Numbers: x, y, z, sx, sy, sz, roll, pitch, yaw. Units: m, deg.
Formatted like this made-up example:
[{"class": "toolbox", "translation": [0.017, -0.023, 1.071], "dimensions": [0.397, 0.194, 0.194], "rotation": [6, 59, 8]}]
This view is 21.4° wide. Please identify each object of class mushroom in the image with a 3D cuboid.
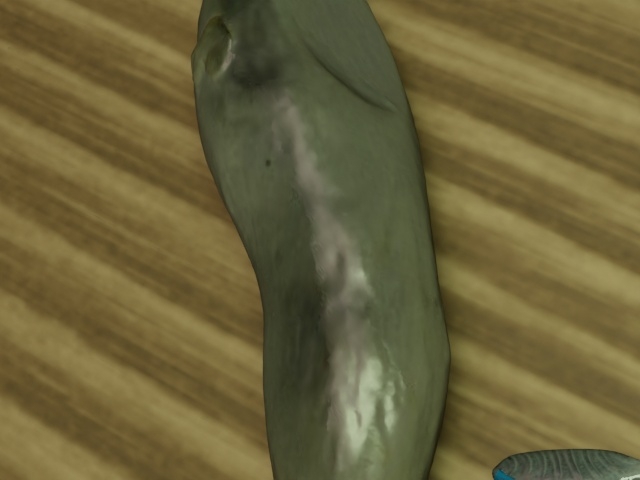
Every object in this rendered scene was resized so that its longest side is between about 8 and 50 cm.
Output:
[{"class": "mushroom", "translation": [0.002, 0.000, 0.843], "dimensions": [0.109, 0.097, 0.351], "rotation": [-19, 66, 18]}]

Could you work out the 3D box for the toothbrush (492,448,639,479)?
[{"class": "toothbrush", "translation": [0.271, 0.119, 0.708], "dimensions": [0.413, 0.042, 0.035], "rotation": [1, 34, 24]}]
